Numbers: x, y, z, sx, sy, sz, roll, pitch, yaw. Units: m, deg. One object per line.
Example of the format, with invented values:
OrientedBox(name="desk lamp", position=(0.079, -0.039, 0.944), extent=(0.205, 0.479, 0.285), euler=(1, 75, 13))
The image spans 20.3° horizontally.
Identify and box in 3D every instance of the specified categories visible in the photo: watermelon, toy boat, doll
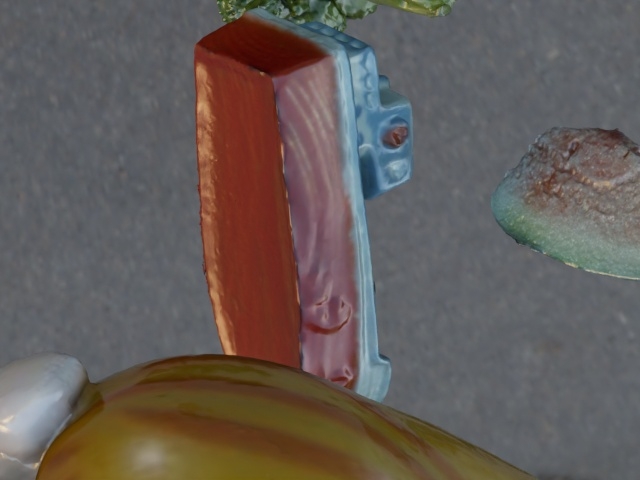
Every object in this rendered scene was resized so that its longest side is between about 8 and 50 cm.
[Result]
OrientedBox(name="watermelon", position=(0.205, -0.014, 1.216), extent=(0.081, 0.180, 0.094), euler=(4, 119, -46))
OrientedBox(name="toy boat", position=(0.000, 0.000, 1.286), extent=(0.133, 0.145, 0.332), euler=(-20, 120, -32))
OrientedBox(name="doll", position=(-0.076, 0.130, 0.455), extent=(0.269, 0.166, 0.162), euler=(-38, 110, 15))

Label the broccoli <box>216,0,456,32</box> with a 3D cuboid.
OrientedBox(name="broccoli", position=(0.018, -0.287, 1.668), extent=(0.254, 0.302, 0.186), euler=(-14, 100, 16))
